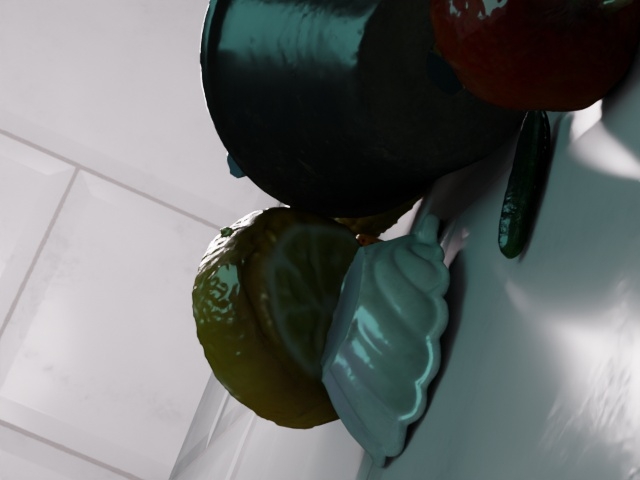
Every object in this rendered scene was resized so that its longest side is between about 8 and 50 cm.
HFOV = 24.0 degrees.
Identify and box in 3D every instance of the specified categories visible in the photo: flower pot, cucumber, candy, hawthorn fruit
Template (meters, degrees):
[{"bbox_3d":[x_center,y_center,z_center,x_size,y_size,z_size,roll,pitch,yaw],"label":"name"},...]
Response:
[{"bbox_3d":[0.079,-0.186,1.665,0.251,0.379,0.379,20,86,61],"label":"flower pot"},{"bbox_3d":[0.196,-0.059,1.427,0.036,0.033,0.184,-21,39,43],"label":"cucumber"},{"bbox_3d":[-0.026,0.086,1.699,0.118,0.260,0.260,-33,28,40],"label":"candy"},{"bbox_3d":[0.206,-0.198,1.324,0.189,0.189,0.251,-66,26,2],"label":"hawthorn fruit"}]

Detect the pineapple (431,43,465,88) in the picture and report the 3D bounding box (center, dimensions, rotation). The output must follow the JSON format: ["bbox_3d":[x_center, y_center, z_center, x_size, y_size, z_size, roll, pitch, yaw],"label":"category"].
[{"bbox_3d":[0.161,-0.239,1.947,0.221,0.047,0.221,-45,-26,-30],"label":"pineapple"}]

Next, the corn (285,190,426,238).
[{"bbox_3d":[0.014,-0.025,2.021,0.363,0.120,0.120,-41,19,28],"label":"corn"}]

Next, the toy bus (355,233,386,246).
[{"bbox_3d":[0.052,0.042,1.912,0.194,0.088,0.083,151,141,-78],"label":"toy bus"}]

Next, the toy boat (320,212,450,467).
[{"bbox_3d":[0.068,0.095,1.594,0.290,0.100,0.199,-76,11,-45],"label":"toy boat"}]

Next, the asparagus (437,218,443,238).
[{"bbox_3d":[0.091,0.078,1.787,0.023,0.022,0.233,31,96,38],"label":"asparagus"}]

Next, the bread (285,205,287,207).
[{"bbox_3d":[0.000,0.000,2.225,0.236,0.140,0.106,-83,15,-62],"label":"bread"}]

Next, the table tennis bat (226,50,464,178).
[{"bbox_3d":[0.038,-0.129,1.827,0.044,0.329,0.215,38,135,50],"label":"table tennis bat"}]
